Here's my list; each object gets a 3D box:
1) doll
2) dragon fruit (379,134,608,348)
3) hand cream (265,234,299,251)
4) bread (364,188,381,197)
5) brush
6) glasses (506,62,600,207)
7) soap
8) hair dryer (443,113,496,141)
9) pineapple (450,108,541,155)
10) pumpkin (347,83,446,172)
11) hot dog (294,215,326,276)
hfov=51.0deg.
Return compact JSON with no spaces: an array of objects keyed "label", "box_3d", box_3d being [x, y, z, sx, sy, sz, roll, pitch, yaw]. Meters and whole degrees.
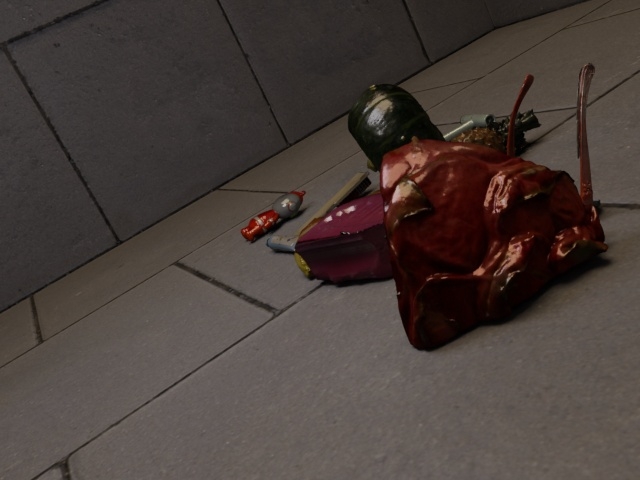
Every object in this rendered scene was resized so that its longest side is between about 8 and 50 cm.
[{"label":"doll","box_3d":[-0.143,-0.084,2.132,0.245,0.076,0.142,-35,19,-14]},{"label":"dragon fruit","box_3d":[0.249,-0.019,1.019,0.329,0.285,0.228,-9,19,26]},{"label":"hand cream","box_3d":[-0.094,0.007,1.824,0.065,0.043,0.171,-36,21,-29]},{"label":"bread","box_3d":[0.150,-0.105,1.781,0.154,0.054,0.136,-22,14,7]},{"label":"brush","box_3d":[0.033,-0.088,1.930,0.321,0.050,0.060,-43,24,-25]},{"label":"glasses","box_3d":[0.402,-0.172,1.229,0.118,0.268,0.234,-11,11,-14]},{"label":"soap","box_3d":[0.122,-0.013,1.408,0.325,0.127,0.220,-7,27,47]},{"label":"hair dryer","box_3d":[0.432,-0.334,2.076,0.183,0.044,0.155,-35,16,-10]},{"label":"pineapple","box_3d":[0.432,-0.244,1.645,0.248,0.128,0.128,-30,16,-24]},{"label":"pumpkin","box_3d":[0.197,-0.262,1.746,0.207,0.300,0.300,-36,14,13]},{"label":"hot dog","box_3d":[0.001,-0.006,1.626,0.123,0.093,0.261,-23,17,15]}]
